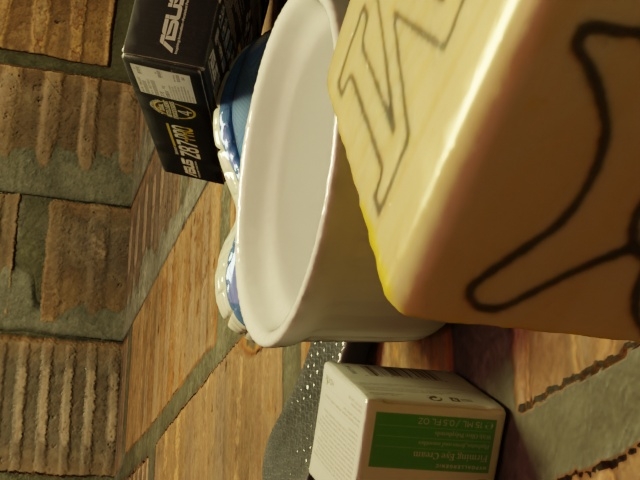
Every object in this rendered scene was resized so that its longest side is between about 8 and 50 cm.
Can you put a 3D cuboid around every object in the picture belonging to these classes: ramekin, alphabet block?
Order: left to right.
[{"bbox_3d":[0.031,-0.050,0.908,0.277,0.135,0.277,-174,90,-73],"label":"ramekin"},{"bbox_3d":[0.127,-0.090,0.511,0.193,0.192,0.197,-100,25,-49],"label":"alphabet block"}]

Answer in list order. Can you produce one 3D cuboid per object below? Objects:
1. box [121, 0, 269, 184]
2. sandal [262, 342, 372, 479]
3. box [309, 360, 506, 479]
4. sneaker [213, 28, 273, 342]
[{"bbox_3d":[-0.124,-0.272,1.340,0.395,0.097,0.318,92,-169,-77],"label":"box"},{"bbox_3d":[0.012,0.149,1.057,0.097,0.054,0.255,43,115,61],"label":"sandal"},{"bbox_3d":[0.056,0.139,0.802,0.102,0.101,0.087,-148,65,-72],"label":"box"},{"bbox_3d":[-0.023,-0.069,1.166,0.147,0.129,0.330,-32,55,51],"label":"sneaker"}]
